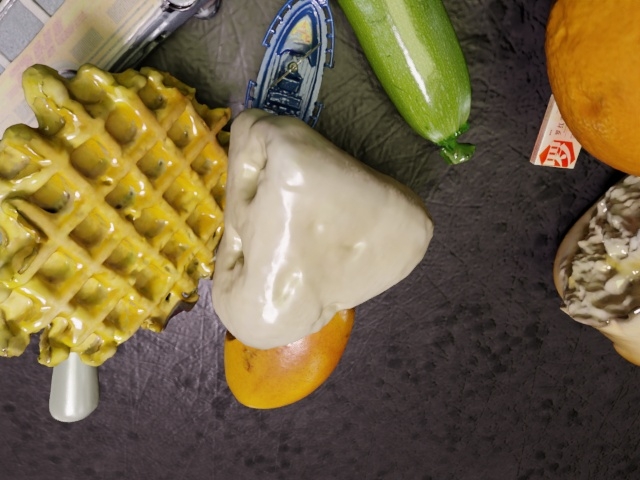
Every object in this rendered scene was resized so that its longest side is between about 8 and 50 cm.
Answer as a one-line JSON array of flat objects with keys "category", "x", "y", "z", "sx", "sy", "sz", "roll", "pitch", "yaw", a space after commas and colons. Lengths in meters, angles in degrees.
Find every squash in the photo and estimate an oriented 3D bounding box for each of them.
[{"category": "squash", "x": 0.078, "y": -0.246, "z": 0.489, "sx": 0.102, "sy": 0.101, "sz": 0.378, "roll": -31, "pitch": 110, "yaw": 9}]

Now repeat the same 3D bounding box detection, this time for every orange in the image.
[{"category": "orange", "x": 0.373, "y": -0.205, "z": 0.426, "sx": 0.313, "sy": 0.312, "sz": 0.311, "roll": -2, "pitch": 115, "yaw": -5}]

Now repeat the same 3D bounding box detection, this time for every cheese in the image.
[{"category": "cheese", "x": 0.000, "y": -0.001, "z": 0.532, "sx": 0.248, "sy": 0.174, "sz": 0.251, "roll": 8, "pitch": 107, "yaw": -35}]

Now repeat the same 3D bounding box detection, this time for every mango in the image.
[{"category": "mango", "x": -0.053, "y": 0.146, "z": 0.643, "sx": 0.154, "sy": 0.126, "sz": 0.252, "roll": 32, "pitch": 111, "yaw": -10}]

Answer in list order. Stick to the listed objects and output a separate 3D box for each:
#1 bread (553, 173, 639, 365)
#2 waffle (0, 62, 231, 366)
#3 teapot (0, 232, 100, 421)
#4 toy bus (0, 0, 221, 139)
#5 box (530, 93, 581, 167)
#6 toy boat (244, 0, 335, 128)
[{"category": "bread", "x": 0.482, "y": 0.014, "z": 0.597, "sx": 0.270, "sy": 0.211, "sz": 0.315, "roll": 27, "pitch": 118, "yaw": -25}, {"category": "waffle", "x": -0.190, "y": -0.020, "z": 0.475, "sx": 0.060, "sy": 0.307, "sz": 0.311, "roll": 20, "pitch": 98, "yaw": 31}, {"category": "teapot", "x": -0.290, "y": 0.053, "z": 0.564, "sx": 0.220, "sy": 0.149, "sz": 0.318, "roll": -19, "pitch": 114, "yaw": 5}, {"category": "toy bus", "x": -0.222, "y": -0.236, "z": 0.469, "sx": 0.343, "sy": 0.097, "sz": 0.138, "roll": -40, "pitch": 105, "yaw": 14}, {"category": "box", "x": 0.323, "y": -0.144, "z": 0.604, "sx": 0.058, "sy": 0.015, "sz": 0.092, "roll": 5, "pitch": 114, "yaw": -6}, {"category": "toy boat", "x": -0.025, "y": -0.193, "z": 0.497, "sx": 0.091, "sy": 0.110, "sz": 0.174, "roll": 14, "pitch": 111, "yaw": -14}]
